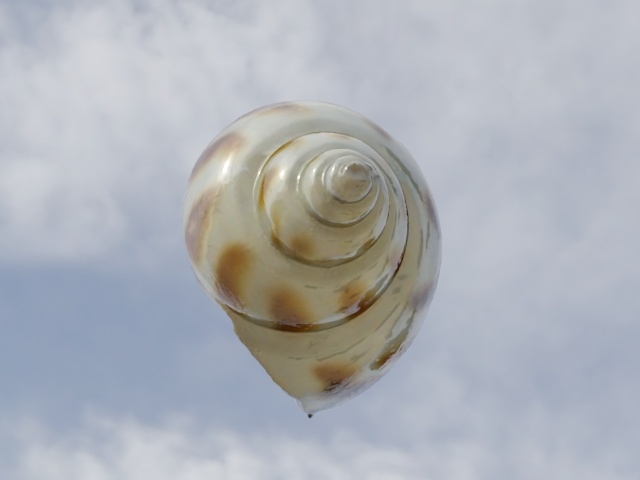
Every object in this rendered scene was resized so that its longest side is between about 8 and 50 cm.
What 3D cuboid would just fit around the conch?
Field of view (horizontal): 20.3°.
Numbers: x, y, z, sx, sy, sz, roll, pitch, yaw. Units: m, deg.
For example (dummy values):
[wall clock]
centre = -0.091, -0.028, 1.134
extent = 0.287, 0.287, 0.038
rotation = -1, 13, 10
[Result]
[conch]
centre = 0.000, 0.000, 1.102
extent = 0.149, 0.275, 0.182
rotation = -30, -100, 8
